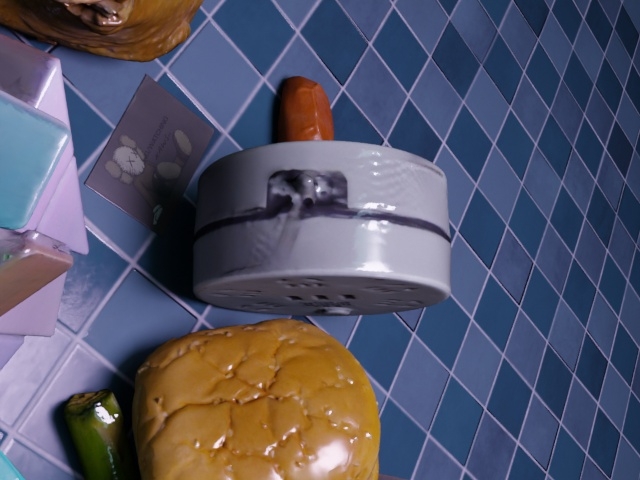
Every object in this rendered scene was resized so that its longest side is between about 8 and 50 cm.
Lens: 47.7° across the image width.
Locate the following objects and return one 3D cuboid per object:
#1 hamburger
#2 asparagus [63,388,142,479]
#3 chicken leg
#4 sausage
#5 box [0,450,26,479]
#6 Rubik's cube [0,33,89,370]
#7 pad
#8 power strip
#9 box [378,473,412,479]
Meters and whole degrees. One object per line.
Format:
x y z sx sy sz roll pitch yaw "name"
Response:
-0.071 0.232 0.866 0.318 0.318 0.158 -47 157 -38 "hamburger"
-0.232 0.311 0.858 0.067 0.060 0.278 -25 99 -37 "asparagus"
-0.277 -0.282 0.796 0.295 0.409 0.182 2 110 -8 "chicken leg"
-0.023 -0.181 1.131 0.089 0.089 0.179 16 62 -40 "sausage"
-0.353 0.339 0.703 0.205 0.118 0.311 -44 112 -40 "box"
-0.393 -0.013 0.585 0.358 0.368 0.387 25 83 8 "Rubik's cube"
-0.225 -0.116 0.985 0.127 0.004 0.190 38 58 -31 "pad"
0.000 0.000 0.935 0.357 0.357 0.161 13 71 -41 "power strip"
0.098 0.361 0.944 0.204 0.365 0.051 5 83 -43 "box"
